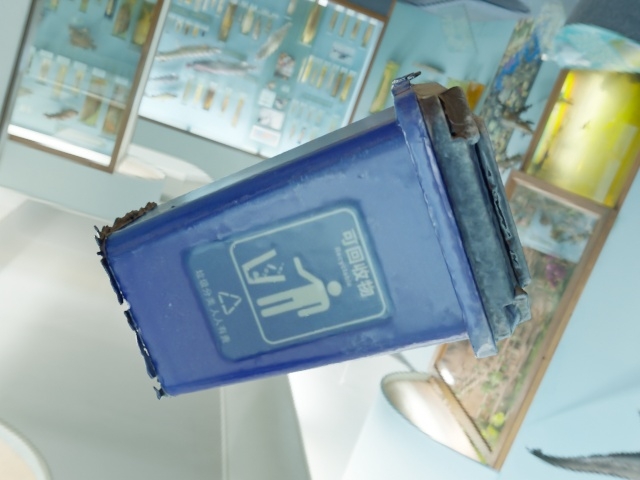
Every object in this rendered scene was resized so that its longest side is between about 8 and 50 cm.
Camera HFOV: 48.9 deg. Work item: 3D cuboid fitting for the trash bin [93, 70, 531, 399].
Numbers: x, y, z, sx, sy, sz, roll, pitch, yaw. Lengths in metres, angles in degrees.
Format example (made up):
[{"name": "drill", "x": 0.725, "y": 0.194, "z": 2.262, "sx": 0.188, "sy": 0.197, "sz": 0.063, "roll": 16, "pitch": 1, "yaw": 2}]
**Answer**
[{"name": "trash bin", "x": 0.000, "y": 0.000, "z": 0.460, "sx": 0.234, "sy": 0.163, "sz": 0.184, "roll": -18, "pitch": -169, "yaw": 10}]
